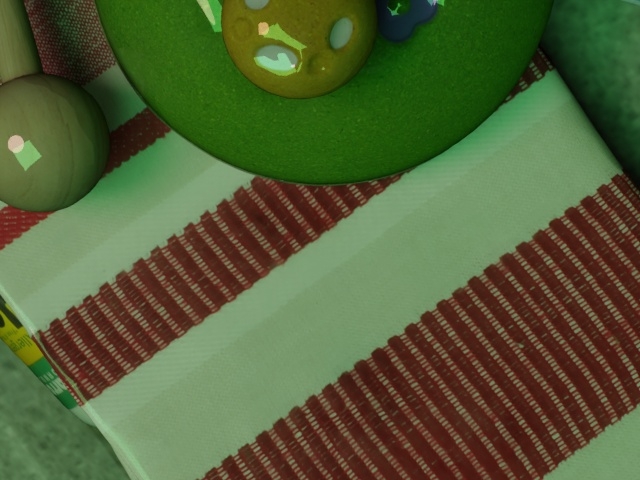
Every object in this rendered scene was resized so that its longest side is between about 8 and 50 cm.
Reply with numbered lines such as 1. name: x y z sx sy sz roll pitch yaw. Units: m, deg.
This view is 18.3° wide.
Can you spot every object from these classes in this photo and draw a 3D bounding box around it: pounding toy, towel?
1. pounding toy: -0.022 -0.107 0.721 0.236 0.110 0.183 -10 92 -4
2. towel: 0.000 0.000 0.799 0.237 0.037 0.329 -36 91 -5

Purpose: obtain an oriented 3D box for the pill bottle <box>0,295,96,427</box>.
1. pill bottle: -0.094 0.008 0.878 0.117 0.117 0.208 -39 98 29

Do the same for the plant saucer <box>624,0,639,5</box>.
1. plant saucer: 0.124 -0.126 0.771 0.192 0.018 0.067 23 121 29
